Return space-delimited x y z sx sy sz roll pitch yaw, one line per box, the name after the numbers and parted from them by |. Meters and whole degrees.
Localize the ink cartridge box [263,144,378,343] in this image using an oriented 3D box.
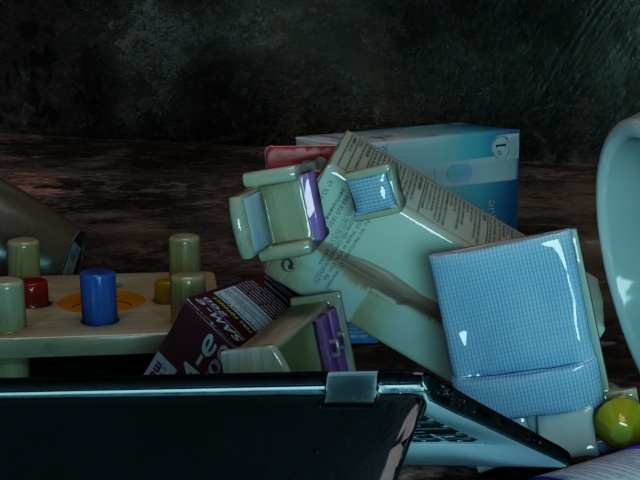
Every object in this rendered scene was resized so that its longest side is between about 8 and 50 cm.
0.000 0.000 1.616 0.134 0.231 0.078 0 11 -1 | ink cartridge box

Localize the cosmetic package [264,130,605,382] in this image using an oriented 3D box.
0.112 0.034 1.338 0.296 0.129 0.153 31 19 -1 | cosmetic package

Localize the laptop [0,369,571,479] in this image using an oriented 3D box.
-0.099 0.202 0.808 0.382 0.236 0.408 -3 -18 27 | laptop

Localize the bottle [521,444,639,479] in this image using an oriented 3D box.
0.235 0.193 0.973 0.283 0.092 0.118 -8 10 -37 | bottle

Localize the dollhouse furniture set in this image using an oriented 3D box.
0.094 0.066 1.127 0.303 0.286 0.198 -9 8 17 | dollhouse furniture set

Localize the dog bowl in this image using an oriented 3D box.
0.344 0.031 1.216 0.102 0.348 0.349 -15 13 -7 | dog bowl

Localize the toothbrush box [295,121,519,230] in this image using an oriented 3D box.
0.118 -0.040 1.866 0.296 0.216 0.126 -7 12 -34 | toothbrush box

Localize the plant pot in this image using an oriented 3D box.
-0.418 0.008 1.732 0.230 0.215 0.215 14 12 3 | plant pot

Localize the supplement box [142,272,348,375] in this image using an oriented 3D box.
-0.065 0.100 1.333 0.073 0.130 0.239 41 28 18 | supplement box

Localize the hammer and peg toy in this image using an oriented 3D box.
-0.287 0.081 1.482 0.361 0.127 0.266 -2 13 -7 | hammer and peg toy
